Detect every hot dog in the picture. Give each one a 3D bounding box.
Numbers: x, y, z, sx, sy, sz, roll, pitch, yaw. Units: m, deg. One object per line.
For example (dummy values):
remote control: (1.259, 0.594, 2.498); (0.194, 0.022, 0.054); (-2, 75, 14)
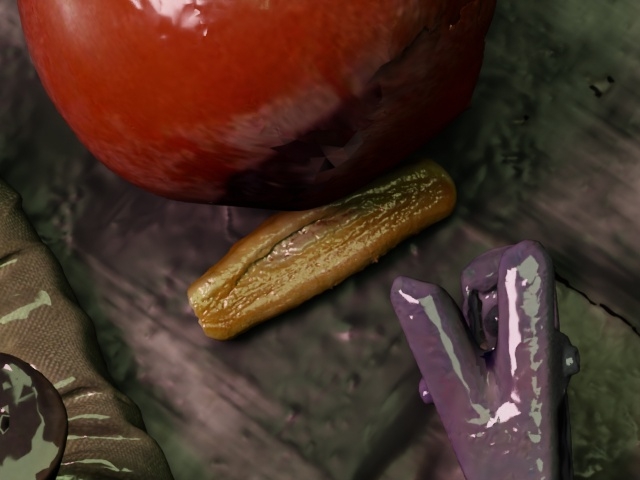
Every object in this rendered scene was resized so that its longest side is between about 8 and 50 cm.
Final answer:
hot dog: (0.000, 0.000, 0.935); (0.137, 0.028, 0.044); (-31, 97, -4)

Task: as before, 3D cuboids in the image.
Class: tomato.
tomato: (-0.024, -0.106, 0.880); (0.208, 0.208, 0.184); (-30, 67, -6)

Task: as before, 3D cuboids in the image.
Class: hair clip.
hair clip: (0.079, 0.124, 0.853); (0.137, 0.090, 0.278); (-13, 69, 15)

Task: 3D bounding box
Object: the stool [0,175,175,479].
stool: (-0.249, 0.083, 0.825); (0.310, 0.226, 0.310); (-32, 71, -5)
